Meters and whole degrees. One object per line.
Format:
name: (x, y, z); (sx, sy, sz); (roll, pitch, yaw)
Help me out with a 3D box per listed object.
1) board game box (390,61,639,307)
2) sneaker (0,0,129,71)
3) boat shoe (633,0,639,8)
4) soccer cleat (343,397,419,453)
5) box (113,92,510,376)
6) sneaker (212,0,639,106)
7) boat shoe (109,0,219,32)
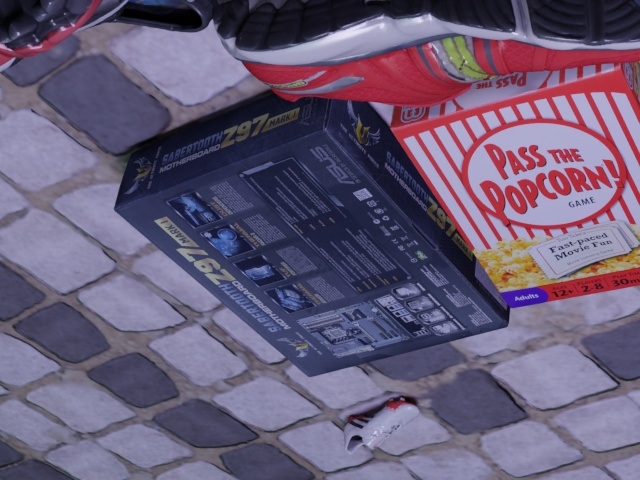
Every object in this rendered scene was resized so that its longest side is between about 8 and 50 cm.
board game box: (0.153, -0.040, 0.798); (0.146, 0.045, 0.193); (-13, 135, 28)
sneaker: (-0.183, -0.140, 0.687); (0.276, 0.135, 0.098); (-14, 108, 41)
boat shoe: (0.015, -0.249, 0.473); (0.500, 0.187, 0.156); (39, 136, -22)
soccer cleat: (0.052, 0.162, 1.082); (0.083, 0.036, 0.029); (-24, 129, 37)
box: (0.000, 0.000, 0.876); (0.183, 0.059, 0.232); (-19, 133, 33)
sneaker: (0.082, -0.127, 0.691); (0.278, 0.107, 0.118); (0, 159, 19)
boat shoe: (-0.127, -0.150, 0.738); (0.142, 0.040, 0.049); (6, 142, 7)
